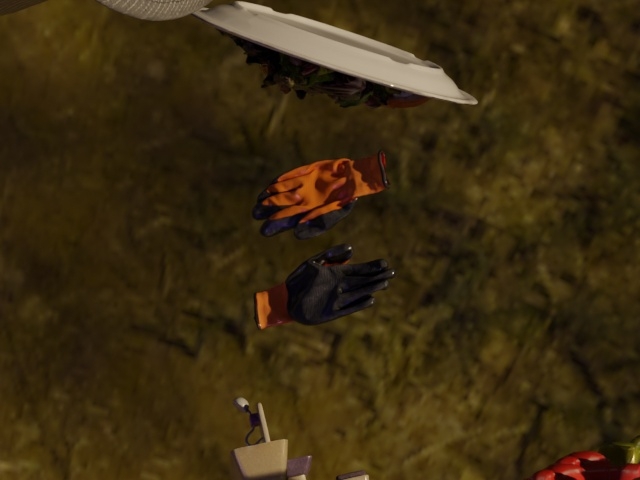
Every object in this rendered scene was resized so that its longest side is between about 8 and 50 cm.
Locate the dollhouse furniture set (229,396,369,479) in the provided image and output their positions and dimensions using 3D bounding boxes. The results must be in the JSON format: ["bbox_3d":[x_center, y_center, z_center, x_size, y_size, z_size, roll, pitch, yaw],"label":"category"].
[{"bbox_3d":[-0.019,0.112,1.043,0.091,0.114,0.081,-11,66,-6],"label":"dollhouse furniture set"}]

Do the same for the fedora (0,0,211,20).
[{"bbox_3d":[-0.153,-0.181,0.798,0.244,0.124,0.275,44,33,-20],"label":"fedora"}]

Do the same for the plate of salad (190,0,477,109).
[{"bbox_3d":[0.004,-0.112,1.170,0.200,0.048,0.200,18,10,-3],"label":"plate of salad"}]

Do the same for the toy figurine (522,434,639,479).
[{"bbox_3d":[0.191,0.182,0.687,0.191,0.217,0.362,-8,-4,22],"label":"toy figurine"}]

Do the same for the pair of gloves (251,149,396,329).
[{"bbox_3d":[0.000,0.000,0.838,0.074,0.010,0.083,-16,61,24],"label":"pair of gloves"}]
